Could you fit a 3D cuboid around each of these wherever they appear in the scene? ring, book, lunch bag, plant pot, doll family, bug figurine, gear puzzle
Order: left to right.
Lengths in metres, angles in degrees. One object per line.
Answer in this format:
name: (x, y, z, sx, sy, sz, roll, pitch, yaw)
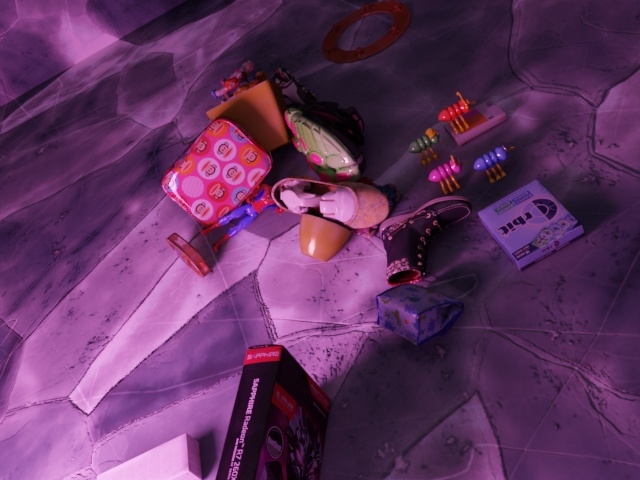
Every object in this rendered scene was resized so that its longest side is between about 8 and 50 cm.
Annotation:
lunch bag: (-0.285, -0.188, 1.967, 0.293, 0.258, 0.120, -46, 15, 7)
doll family: (-0.277, -0.559, 2.437, 0.163, 0.118, 0.263, -27, 23, 17)
plant pot: (-0.193, -0.356, 2.078, 0.212, 0.187, 0.212, -26, 6, 9)
plant pot: (0.000, 0.000, 1.709, 0.134, 0.134, 0.095, 16, 84, 41)
gear puzzle: (0.044, -0.125, 1.817, 0.339, 0.044, 0.175, 21, 67, 38)
ring: (0.155, -0.747, 2.380, 0.337, 0.032, 0.336, -18, 43, 18)
lunch bag: (0.213, 0.148, 1.446, 0.151, 0.096, 0.129, -24, 32, -36)
bug figurine: (0.344, -0.243, 1.711, 0.216, 0.072, 0.279, -32, 54, 8)
book: (0.412, -0.319, 1.808, 0.144, 0.035, 0.096, -29, 38, 5)

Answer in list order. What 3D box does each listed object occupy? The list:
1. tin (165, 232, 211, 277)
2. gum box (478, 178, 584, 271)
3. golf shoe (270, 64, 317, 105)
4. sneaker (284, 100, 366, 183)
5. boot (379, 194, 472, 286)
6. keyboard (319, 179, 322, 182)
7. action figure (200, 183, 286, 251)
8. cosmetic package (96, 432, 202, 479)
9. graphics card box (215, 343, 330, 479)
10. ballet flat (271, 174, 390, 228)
tin: (-0.375, 0.039, 1.911, 0.040, 0.106, 0.190, -45, 43, -13)
gum box: (0.464, -0.037, 1.499, 0.157, 0.041, 0.184, -30, 42, 4)
golf shoe: (-0.101, -0.488, 2.264, 0.120, 0.105, 0.273, -49, 35, 7)
sneaker: (0.035, -0.305, 1.889, 0.202, 0.185, 0.483, -22, 31, -5)
boot: (0.249, 0.004, 1.567, 0.236, 0.085, 0.178, -20, 45, 24)
keyboard: (0.039, -0.168, 1.909, 0.108, 0.023, 0.180, 0, 52, 32)
action figure: (-0.202, -0.073, 1.900, 0.280, 0.091, 0.139, -37, 13, -3)
cosmetic package: (-0.379, 0.525, 1.485, 0.239, 0.060, 0.099, -27, 40, 8)
graphics card box: (-0.088, 0.413, 1.278, 0.094, 0.233, 0.371, -10, 46, 25)
ballet flat: (0.011, -0.098, 1.710, 0.349, 0.123, 0.123, 15, 61, 40)
